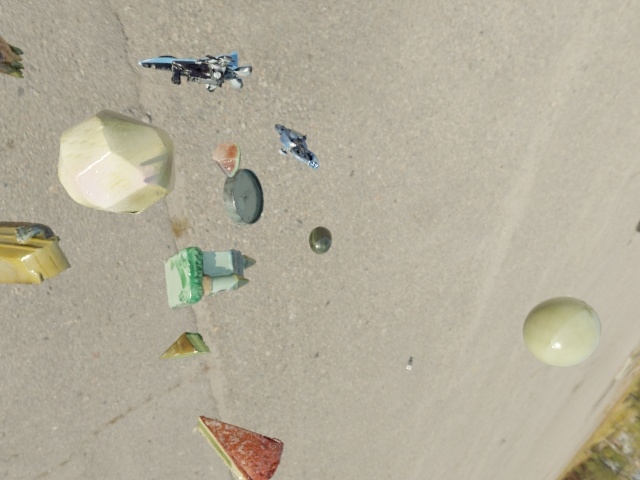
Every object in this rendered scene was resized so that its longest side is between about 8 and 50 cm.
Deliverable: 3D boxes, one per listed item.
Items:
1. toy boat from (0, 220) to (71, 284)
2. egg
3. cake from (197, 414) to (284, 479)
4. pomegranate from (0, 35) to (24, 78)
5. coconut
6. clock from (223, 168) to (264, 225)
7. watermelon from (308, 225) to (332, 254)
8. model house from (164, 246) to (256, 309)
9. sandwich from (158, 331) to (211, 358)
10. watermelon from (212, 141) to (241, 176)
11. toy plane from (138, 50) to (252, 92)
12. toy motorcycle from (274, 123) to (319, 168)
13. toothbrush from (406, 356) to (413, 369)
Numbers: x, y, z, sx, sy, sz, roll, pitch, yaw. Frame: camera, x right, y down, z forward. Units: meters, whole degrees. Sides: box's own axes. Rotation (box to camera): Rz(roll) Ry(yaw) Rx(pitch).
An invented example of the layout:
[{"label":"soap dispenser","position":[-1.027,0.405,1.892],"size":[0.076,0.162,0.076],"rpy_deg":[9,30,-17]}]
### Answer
[{"label":"toy boat","position":[-0.566,0.014,0.772],"size":[0.115,0.310,0.089],"rpy_deg":[-58,139,-49]},{"label":"egg","position":[0.703,0.258,1.232],"size":[0.253,0.188,0.189],"rpy_deg":[-20,132,-31]},{"label":"cake","position":[-0.208,0.515,1.014],"size":[0.220,0.117,0.086],"rpy_deg":[19,131,-4]},{"label":"pomegranate","position":[-0.822,-0.466,0.945],"size":[0.276,0.222,0.204],"rpy_deg":[-29,144,-42]},{"label":"coconut","position":[-0.628,-0.256,1.364],"size":[0.352,0.352,0.353],"rpy_deg":[-24,134,-27]},{"label":"clock","position":[-0.279,-0.161,1.573],"size":[0.215,0.041,0.215],"rpy_deg":[-3,90,-66]},{"label":"watermelon","position":[0.000,0.000,1.402],"size":[0.078,0.111,0.078],"rpy_deg":[2,133,2]},{"label":"model house","position":[-0.375,0.129,1.573],"size":[0.324,0.267,0.194],"rpy_deg":[-4,79,-37]},{"label":"sandwich","position":[-0.383,0.324,1.199],"size":[0.116,0.074,0.074],"rpy_deg":[-44,155,6]},{"label":"watermelon","position":[-0.252,-0.215,1.136],"size":[0.072,0.085,0.092],"rpy_deg":[25,132,-17]},{"label":"toy plane","position":[-0.293,-0.398,0.999],"size":[0.246,0.169,0.078],"rpy_deg":[-12,93,-25]},{"label":"toy motorcycle","position":[-0.088,-0.367,1.641],"size":[0.135,0.254,0.092],"rpy_deg":[10,128,-42]},{"label":"toothbrush","position":[0.247,0.338,1.168],"size":[0.194,0.014,0.017],"rpy_deg":[31,75,-74]}]
